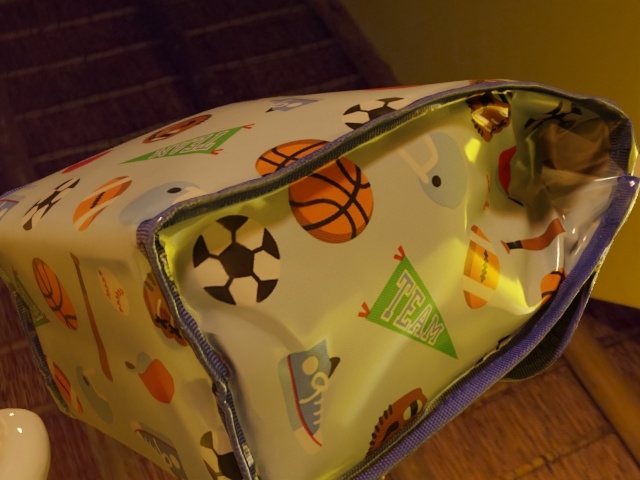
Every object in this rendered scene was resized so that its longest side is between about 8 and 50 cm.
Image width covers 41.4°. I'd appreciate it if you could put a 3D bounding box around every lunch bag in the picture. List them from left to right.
[{"bbox_3d":[0.000,0.000,0.629,0.385,0.328,0.239,-32,-67,-33],"label":"lunch bag"}]

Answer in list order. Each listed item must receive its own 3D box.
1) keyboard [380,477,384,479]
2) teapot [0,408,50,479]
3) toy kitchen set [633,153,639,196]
[{"bbox_3d":[-0.037,0.347,1.002,0.072,0.014,0.256,44,-90,0],"label":"keyboard"},{"bbox_3d":[-0.082,0.238,0.393,0.187,0.253,0.256,-38,-50,-58],"label":"teapot"},{"bbox_3d":[0.282,-0.033,1.047,0.122,0.166,0.207,43,-120,-6],"label":"toy kitchen set"}]
